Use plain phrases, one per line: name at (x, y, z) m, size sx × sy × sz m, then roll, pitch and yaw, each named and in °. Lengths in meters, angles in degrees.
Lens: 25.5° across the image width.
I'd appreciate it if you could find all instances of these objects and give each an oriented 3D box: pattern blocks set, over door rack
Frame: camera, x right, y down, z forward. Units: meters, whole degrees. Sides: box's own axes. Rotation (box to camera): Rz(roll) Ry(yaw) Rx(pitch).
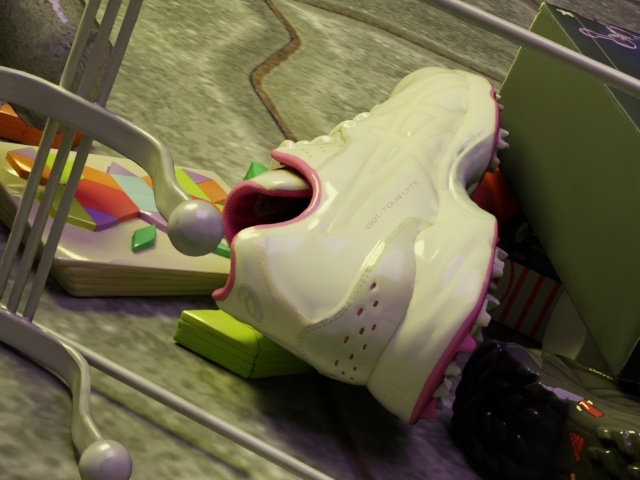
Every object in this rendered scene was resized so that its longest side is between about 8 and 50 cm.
pattern blocks set at (-0.104, -0.013, 0.799) m, size 0.285 × 0.026 × 0.325 m, roll 36°, pitch 24°, yaw 31°
over door rack at (0.000, 0.000, 0.570) m, size 0.324 × 0.239 × 0.108 m, roll 23°, pitch 18°, yaw 1°

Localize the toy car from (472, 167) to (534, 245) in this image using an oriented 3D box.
toy car at (0.171, -0.049, 1.002) m, size 0.239 × 0.053 × 0.225 m, roll 15°, pitch 22°, yaw -22°

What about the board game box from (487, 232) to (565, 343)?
board game box at (0.115, -0.006, 0.982) m, size 0.147 × 0.045 × 0.193 m, roll 26°, pitch 21°, yaw 9°

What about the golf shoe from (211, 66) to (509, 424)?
golf shoe at (0.025, -0.030, 0.777) m, size 0.140 × 0.115 × 0.306 m, roll 19°, pitch 28°, yaw -4°

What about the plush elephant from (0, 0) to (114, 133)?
plush elephant at (-0.303, -0.170, 0.680) m, size 0.330 × 0.255 × 0.272 m, roll 59°, pitch 1°, yaw 14°

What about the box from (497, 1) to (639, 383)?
box at (0.219, -0.018, 0.798) m, size 0.184 × 0.103 × 0.261 m, roll 12°, pitch 29°, yaw -18°

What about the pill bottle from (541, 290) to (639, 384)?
pill bottle at (0.211, 0.074, 0.827) m, size 0.152 × 0.086 × 0.086 m, roll 20°, pitch 21°, yaw -10°

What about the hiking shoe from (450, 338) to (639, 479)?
hiking shoe at (0.168, 0.116, 0.680) m, size 0.114 × 0.086 × 0.227 m, roll 2°, pitch 28°, yaw -36°
